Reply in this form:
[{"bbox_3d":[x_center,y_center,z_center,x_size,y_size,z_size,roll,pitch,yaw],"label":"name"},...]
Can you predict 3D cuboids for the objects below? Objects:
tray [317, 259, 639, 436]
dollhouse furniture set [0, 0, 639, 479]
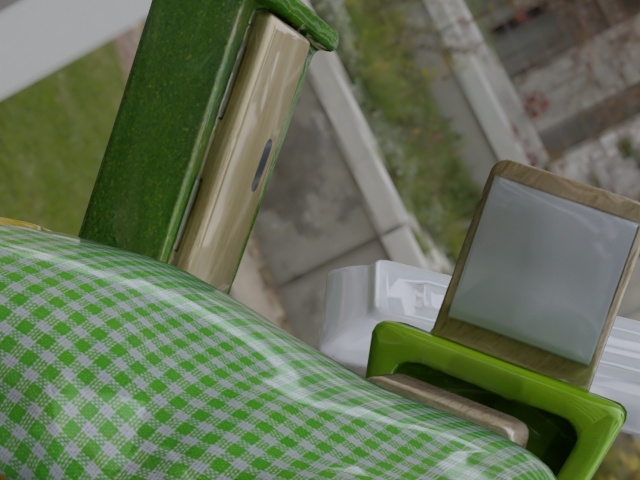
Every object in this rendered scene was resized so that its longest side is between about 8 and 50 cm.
[{"bbox_3d":[0.135,0.063,0.953,0.145,0.270,0.030,-82,-174,-72],"label":"tray"},{"bbox_3d":[0.000,0.000,0.456,0.198,0.151,0.301,20,1,14],"label":"dollhouse furniture set"}]
